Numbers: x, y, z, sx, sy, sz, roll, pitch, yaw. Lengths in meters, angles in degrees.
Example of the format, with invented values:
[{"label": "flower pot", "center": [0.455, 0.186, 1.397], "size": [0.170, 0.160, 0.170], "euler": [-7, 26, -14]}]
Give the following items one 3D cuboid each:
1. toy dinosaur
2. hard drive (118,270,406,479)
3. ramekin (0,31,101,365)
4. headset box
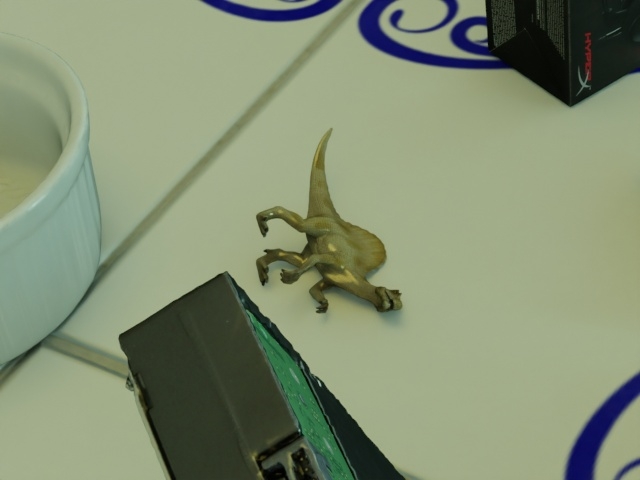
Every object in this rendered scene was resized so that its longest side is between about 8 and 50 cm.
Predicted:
[{"label": "toy dinosaur", "center": [0.000, 0.000, 1.150], "size": [0.092, 0.053, 0.183], "euler": [-7, 48, -20]}, {"label": "hard drive", "center": [0.041, 0.188, 0.697], "size": [0.064, 0.339, 0.237], "euler": [-31, 53, 3]}, {"label": "ramekin", "center": [-0.291, -0.022, 1.155], "size": [0.277, 0.135, 0.277], "euler": [-5, 43, 5]}, {"label": "headset box", "center": [0.272, -0.274, 1.255], "size": [0.293, 0.218, 0.110], "euler": [-30, 47, -21]}]
